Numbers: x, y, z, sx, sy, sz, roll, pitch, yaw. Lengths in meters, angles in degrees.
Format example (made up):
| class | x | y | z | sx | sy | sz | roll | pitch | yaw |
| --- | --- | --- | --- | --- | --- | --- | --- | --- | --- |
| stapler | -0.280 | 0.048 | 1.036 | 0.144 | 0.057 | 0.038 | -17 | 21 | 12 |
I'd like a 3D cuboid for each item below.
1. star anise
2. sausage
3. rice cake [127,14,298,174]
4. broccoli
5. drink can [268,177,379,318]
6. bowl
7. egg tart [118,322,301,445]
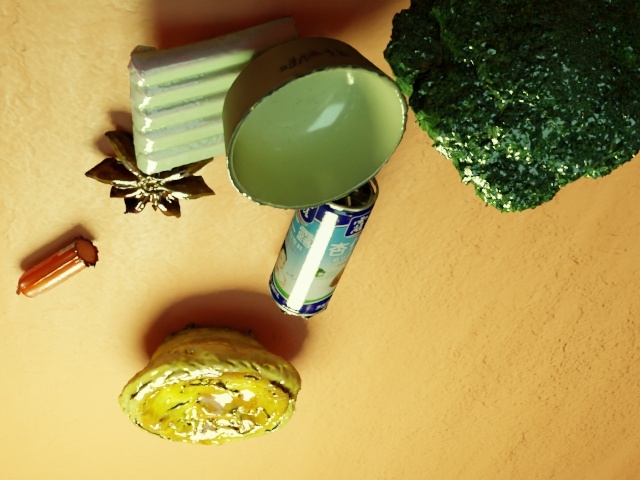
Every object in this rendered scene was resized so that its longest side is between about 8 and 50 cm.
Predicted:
| class | x | y | z | sx | sy | sz | roll | pitch | yaw |
| --- | --- | --- | --- | --- | --- | --- | --- | --- | --- |
| star anise | -0.211 | -0.083 | 1.316 | 0.167 | 0.057 | 0.168 | -4 | 142 | -3 |
| sausage | -0.374 | 0.046 | 1.461 | 0.145 | 0.050 | 0.048 | -29 | 176 | 25 |
| rice cake | -0.121 | -0.166 | 1.209 | 0.198 | 0.037 | 0.189 | -11 | 140 | -13 |
| broccoli | 0.216 | -0.187 | 1.111 | 0.307 | 0.308 | 0.275 | -5 | 175 | 0 |
| drink can | 0.000 | 0.000 | 1.412 | 0.097 | 0.097 | 0.235 | 8 | 139 | -15 |
| bowl | -0.019 | -0.143 | 1.166 | 0.211 | 0.112 | 0.211 | -16 | 140 | -14 |
| egg tart | -0.172 | 0.225 | 1.648 | 0.290 | 0.115 | 0.290 | -3 | 143 | -2 |
